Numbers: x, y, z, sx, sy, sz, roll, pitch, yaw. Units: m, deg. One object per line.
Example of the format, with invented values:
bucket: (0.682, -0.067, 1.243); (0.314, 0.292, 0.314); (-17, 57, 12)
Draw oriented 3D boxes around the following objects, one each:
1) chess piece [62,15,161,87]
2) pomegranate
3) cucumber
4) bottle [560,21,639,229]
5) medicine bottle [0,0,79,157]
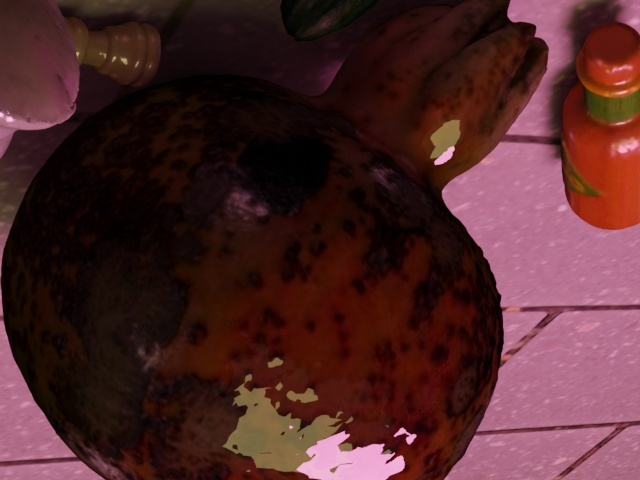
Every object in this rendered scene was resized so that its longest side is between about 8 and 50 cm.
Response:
chess piece: (-0.130, -0.100, 0.942); (0.092, 0.035, 0.035); (6, 144, -34)
pomegranate: (0.000, 0.000, 1.007); (0.340, 0.285, 0.285); (-51, 150, -2)
cucumber: (0.014, -0.140, 0.947); (0.048, 0.048, 0.105); (3, 149, -37)
bottle: (0.184, -0.075, 1.159); (0.069, 0.069, 0.187); (-19, 152, -1)
medicine bottle: (-0.199, -0.076, 0.813); (0.143, 0.147, 0.147); (-35, 150, 22)
